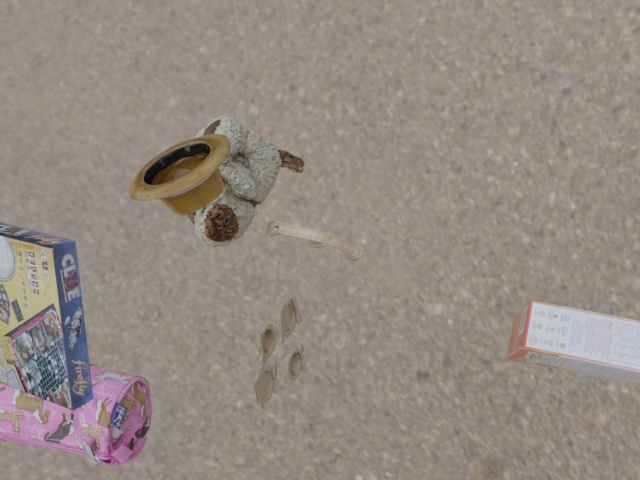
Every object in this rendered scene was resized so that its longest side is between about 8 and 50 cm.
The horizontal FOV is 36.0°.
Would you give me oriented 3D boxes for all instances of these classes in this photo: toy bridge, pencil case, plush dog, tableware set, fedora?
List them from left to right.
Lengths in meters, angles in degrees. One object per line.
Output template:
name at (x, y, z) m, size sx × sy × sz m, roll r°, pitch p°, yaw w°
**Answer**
pencil case at (-0.502, 0.294, 1.767) m, size 0.386 × 0.167 × 0.160 m, roll 8°, pitch 101°, yaw 14°
fedora at (-0.213, -0.095, 1.574) m, size 0.194 × 0.079 × 0.194 m, roll -22°, pitch 27°, yaw 12°
plush dog at (-0.166, -0.094, 1.864) m, size 0.225 × 0.211 × 0.262 m, roll -66°, pitch 14°, yaw -2°
tableware set at (-0.066, 0.177, 1.567) m, size 0.020 × 0.141 × 0.169 m, roll 6°, pitch 24°, yaw 26°
toy bridge at (0.000, 0.000, 1.749) m, size 0.063 × 0.188 × 0.026 m, roll -9°, pitch 66°, yaw 62°

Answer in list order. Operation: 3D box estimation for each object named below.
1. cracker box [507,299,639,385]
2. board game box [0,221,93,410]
cracker box at (0.363, 0.136, 1.239) m, size 0.232 × 0.155 × 0.067 m, roll 12°, pitch 79°, yaw 6°
board game box at (-0.405, 0.106, 1.401) m, size 0.165 × 0.042 × 0.243 m, roll 12°, pitch 113°, yaw 34°
